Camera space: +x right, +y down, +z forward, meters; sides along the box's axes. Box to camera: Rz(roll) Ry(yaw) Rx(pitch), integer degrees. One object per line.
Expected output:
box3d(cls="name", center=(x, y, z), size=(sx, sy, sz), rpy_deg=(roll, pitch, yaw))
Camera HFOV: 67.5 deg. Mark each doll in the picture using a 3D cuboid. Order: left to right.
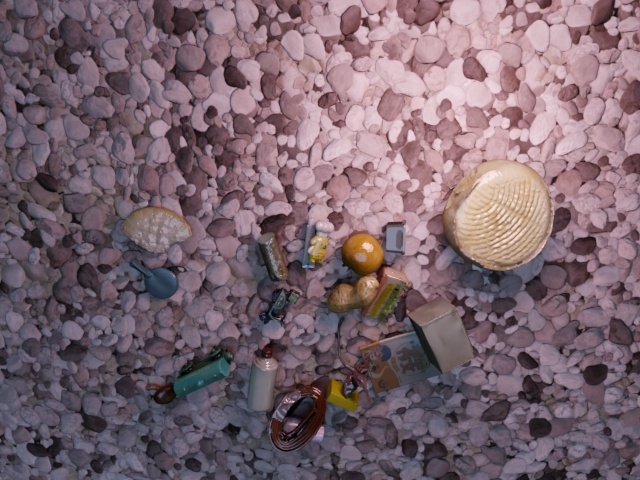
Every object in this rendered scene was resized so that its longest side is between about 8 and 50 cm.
box3d(cls="doll", center=(0.000, 0.000, 1.708), size=(0.062, 0.106, 0.162), rpy_deg=(20, 100, 33))

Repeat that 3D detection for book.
box3d(cls="book", center=(0.319, 0.461, 1.848), size=(0.295, 0.020, 0.208), rpy_deg=(-19, 102, 7))

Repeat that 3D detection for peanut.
box3d(cls="peanut", center=(0.118, 0.199, 1.727), size=(0.229, 0.098, 0.103), rpy_deg=(-24, 122, 32))

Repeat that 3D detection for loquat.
box3d(cls="loquat", center=(0.147, 0.049, 1.690), size=(0.163, 0.137, 0.163), rpy_deg=(-4, 111, -12))

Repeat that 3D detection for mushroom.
box3d(cls="mushroom", center=(-0.639, 0.612, 1.907), size=(0.129, 0.073, 0.088), rpy_deg=(9, 135, 3))

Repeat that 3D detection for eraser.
box3d(cls="eraser", center=(0.085, 0.602, 1.856), size=(0.122, 0.097, 0.045), rpy_deg=(27, 104, -6))

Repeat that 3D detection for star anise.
box3d(cls="star anise", center=(0.099, 0.446, 1.799), size=(0.227, 0.148, 0.218), rpy_deg=(43, 77, -8))

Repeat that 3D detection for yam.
box3d(cls="yam", center=(-0.171, 0.063, 1.739), size=(0.078, 0.078, 0.179), rpy_deg=(-15, 104, 6))

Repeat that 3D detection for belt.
box3d(cls="belt", center=(-0.088, 0.677, 1.831), size=(0.261, 0.105, 0.184), rpy_deg=(-44, 81, -11))

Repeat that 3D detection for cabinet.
box3d(cls="cabinet", center=(0.439, 0.340, 1.732), size=(0.150, 0.145, 0.206), rpy_deg=(-27, 102, -5))

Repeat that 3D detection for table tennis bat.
box3d(cls="table tennis bat", center=(-0.631, 0.139, 1.805), size=(0.201, 0.033, 0.124), rpy_deg=(38, 101, -9))

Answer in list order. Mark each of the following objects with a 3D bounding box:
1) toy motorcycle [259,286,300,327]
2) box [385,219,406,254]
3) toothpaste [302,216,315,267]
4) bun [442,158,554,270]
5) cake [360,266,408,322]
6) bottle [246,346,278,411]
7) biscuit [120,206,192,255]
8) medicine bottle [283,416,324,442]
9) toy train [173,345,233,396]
box3d(cls="toy motorcycle", center=(-0.156, 0.252, 1.799), size=(0.100, 0.058, 0.173), rpy_deg=(29, 102, -11))
box3d(cls="box", center=(0.268, -0.012, 1.699), size=(0.069, 0.084, 0.122), rpy_deg=(2, 103, 10))
box3d(cls="toothpaste", center=(-0.039, 0.010, 1.745), size=(0.048, 0.031, 0.190), rpy_deg=(1, 108, -8))
box3d(cls="bun", center=(0.576, -0.088, 1.602), size=(0.364, 0.202, 0.364), rpy_deg=(-1, 102, -4))
box3d(cls="cake", center=(0.240, 0.198, 1.774), size=(0.109, 0.090, 0.225), rpy_deg=(20, 123, -5))
box3d(cls="bottle", center=(-0.221, 0.528, 1.848), size=(0.104, 0.104, 0.245), rpy_deg=(10, 104, 0))
box3d(cls="biscuit", center=(-0.603, -0.031, 1.756), size=(0.265, 0.040, 0.188), rpy_deg=(2, 102, 2))
box3d(cls="medicine bottle", center=(-0.086, 0.753, 1.909), size=(0.203, 0.083, 0.083), rpy_deg=(14, 105, 1))
box3d(cls="toy train", center=(-0.448, 0.507, 1.828), size=(0.248, 0.159, 0.101), rpy_deg=(-27, 107, 8))
